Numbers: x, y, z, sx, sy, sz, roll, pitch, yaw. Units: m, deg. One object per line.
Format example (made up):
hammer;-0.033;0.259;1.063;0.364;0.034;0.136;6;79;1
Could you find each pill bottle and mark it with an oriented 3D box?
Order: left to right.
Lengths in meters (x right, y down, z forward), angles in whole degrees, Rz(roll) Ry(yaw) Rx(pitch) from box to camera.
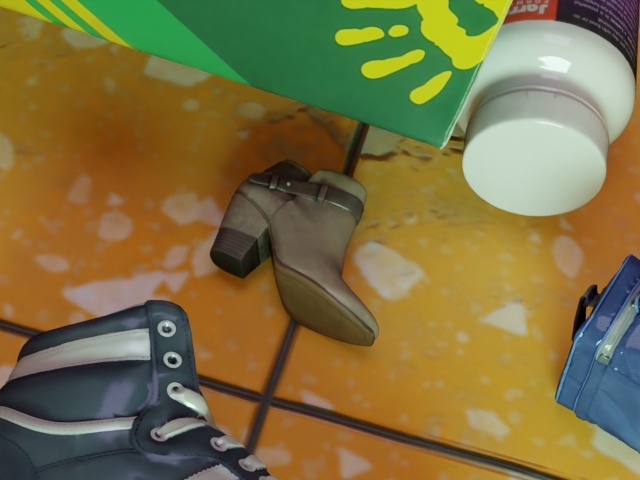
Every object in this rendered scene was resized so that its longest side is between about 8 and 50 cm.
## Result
pill bottle;0.133;-0.112;0.835;0.108;0.108;0.194;11;52;2

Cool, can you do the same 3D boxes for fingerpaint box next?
fingerpaint box;-0.063;-0.289;0.835;0.371;0.163;0.445;17;40;-7

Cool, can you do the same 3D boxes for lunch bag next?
lunch bag;0.157;0.055;0.716;0.065;0.098;0.067;28;60;18

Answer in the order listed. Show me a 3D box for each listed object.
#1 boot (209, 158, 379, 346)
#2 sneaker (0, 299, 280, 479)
boot;0.000;0.000;0.777;0.118;0.042;0.087;30;53;15
sneaker;-0.036;0.124;0.642;0.282;0.099;0.153;15;54;9
